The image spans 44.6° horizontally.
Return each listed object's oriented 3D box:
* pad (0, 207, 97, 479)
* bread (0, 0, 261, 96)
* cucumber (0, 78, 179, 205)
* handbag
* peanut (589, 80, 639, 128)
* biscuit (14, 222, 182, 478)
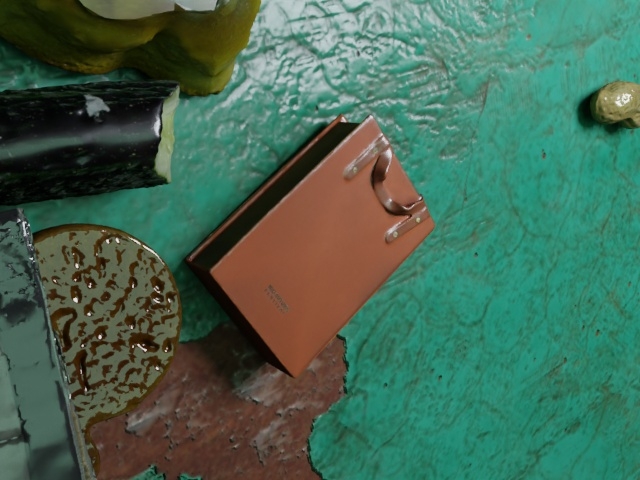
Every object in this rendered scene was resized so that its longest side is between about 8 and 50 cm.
[{"bbox_3d":[-0.234,0.111,0.461,0.174,0.022,0.233,-17,101,-28],"label":"pad"},{"bbox_3d":[-0.126,-0.187,0.497,0.233,0.088,0.160,5,92,-39],"label":"bread"},{"bbox_3d":[-0.194,-0.056,0.476,0.241,0.074,0.074,-12,104,-33],"label":"cucumber"},{"bbox_3d":[0.000,0.000,0.640,0.190,0.063,0.127,-45,121,-20],"label":"handbag"},{"bbox_3d":[0.346,-0.153,0.884,0.113,0.054,0.053,-3,99,-34],"label":"peanut"},{"bbox_3d":[-0.195,0.088,0.512,0.236,0.039,0.180,-41,112,-19],"label":"biscuit"}]
